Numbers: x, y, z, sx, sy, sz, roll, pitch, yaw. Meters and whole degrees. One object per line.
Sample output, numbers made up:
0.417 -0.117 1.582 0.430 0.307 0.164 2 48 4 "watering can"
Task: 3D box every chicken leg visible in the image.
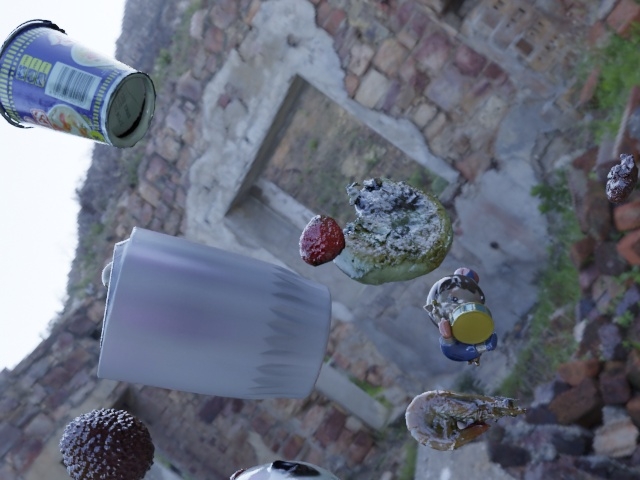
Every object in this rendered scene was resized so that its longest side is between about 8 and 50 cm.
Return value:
0.595 -0.117 1.440 0.219 0.048 0.089 20 -98 -72 "chicken leg"

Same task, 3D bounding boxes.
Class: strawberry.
0.000 0.000 1.470 0.106 0.106 0.106 -53 -2 -3 "strawberry"

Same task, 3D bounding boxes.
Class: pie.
0.177 -0.025 1.779 0.371 0.296 0.078 -67 -12 -46 "pie"

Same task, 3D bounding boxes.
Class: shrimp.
0.345 0.433 1.743 0.063 0.287 0.152 65 -151 -47 "shrimp"

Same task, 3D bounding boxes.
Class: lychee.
-0.601 0.578 2.014 0.271 0.271 0.271 -53 -2 -3 "lychee"

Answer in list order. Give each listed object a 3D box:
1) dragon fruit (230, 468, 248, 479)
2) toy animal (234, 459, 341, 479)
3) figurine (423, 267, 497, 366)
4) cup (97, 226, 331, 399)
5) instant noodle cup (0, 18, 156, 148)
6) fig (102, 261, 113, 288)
-0.206 0.638 1.693 0.192 0.122 0.092 -56 14 -28 "dragon fruit"
-0.076 0.458 1.029 0.310 0.251 0.251 -46 -2 7 "toy animal"
0.337 0.166 1.755 0.275 0.161 0.158 -94 26 -59 "figurine"
-0.184 0.137 1.227 0.253 0.371 0.253 -166 90 -80 "cup"
-0.587 -0.366 1.791 0.284 0.312 0.284 -56 -21 -35 "instant noodle cup"
-0.495 0.091 1.777 0.082 0.084 0.098 -36 -3 1 "fig"
